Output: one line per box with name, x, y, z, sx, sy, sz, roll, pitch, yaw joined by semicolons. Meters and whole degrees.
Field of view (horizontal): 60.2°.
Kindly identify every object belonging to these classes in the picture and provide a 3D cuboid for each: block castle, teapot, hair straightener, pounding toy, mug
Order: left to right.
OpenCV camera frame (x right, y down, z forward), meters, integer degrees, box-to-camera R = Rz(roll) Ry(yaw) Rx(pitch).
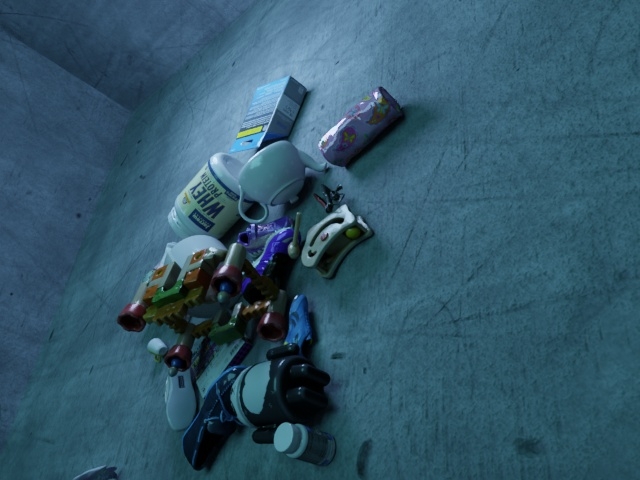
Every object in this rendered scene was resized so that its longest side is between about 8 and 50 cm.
mug;-0.615;0.419;2.111;0.064;0.078;0.062;15;44;45
block castle;-0.349;0.222;1.644;0.453;0.303;0.212;-21;34;25
teapot;-0.147;-0.201;1.893;0.253;0.187;0.256;-31;-9;-39
pounding toy;0.000;0.000;1.586;0.269;0.155;0.154;-35;37;29
hair straightener;0.028;-0.142;1.700;0.089;0.047;0.230;-51;14;8

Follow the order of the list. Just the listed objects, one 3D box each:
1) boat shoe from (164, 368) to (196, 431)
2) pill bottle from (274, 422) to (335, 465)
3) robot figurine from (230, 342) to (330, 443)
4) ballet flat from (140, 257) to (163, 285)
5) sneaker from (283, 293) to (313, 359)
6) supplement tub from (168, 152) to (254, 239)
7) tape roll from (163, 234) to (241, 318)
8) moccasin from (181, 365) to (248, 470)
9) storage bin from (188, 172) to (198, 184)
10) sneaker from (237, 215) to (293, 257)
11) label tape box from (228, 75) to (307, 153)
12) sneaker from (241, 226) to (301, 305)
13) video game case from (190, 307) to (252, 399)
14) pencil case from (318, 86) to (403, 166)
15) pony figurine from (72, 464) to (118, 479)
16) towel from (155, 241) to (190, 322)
boat shoe;-0.472;0.518;1.827;0.267;0.096;0.088;-113;34;-42
pill bottle;-0.037;0.474;1.290;0.078;0.137;0.078;-30;44;33
robot figurine;-0.107;0.387;1.405;0.278;0.173;0.209;-22;8;39
ballet flat;-0.702;0.155;2.392;0.221;0.077;0.079;-46;40;10
sneaker;-0.047;0.247;1.545;0.082;0.069;0.209;-8;55;28
supplement tub;-0.409;-0.150;2.125;0.325;0.235;0.235;-45;37;18
tape roll;-0.403;0.123;1.905;0.246;0.246;0.169;-55;36;4
moccasin;-0.278;0.515;1.583;0.342;0.138;0.117;-62;37;19
storage bin;-0.550;-0.196;2.461;0.180;0.084;0.122;-49;36;11
sneaker;-0.194;-0.023;1.884;0.236;0.105;0.095;-28;44;34
label tape box;-0.216;-0.485;2.255;0.241;0.106;0.333;1;66;51
sneaker;-0.147;0.096;1.752;0.293;0.102;0.146;-49;40;20
video game case;-0.332;0.369;1.807;0.232;0.042;0.210;-54;35;5
pencil case;0.122;-0.352;1.743;0.284;0.124;0.124;-41;39;24
pony figurine;-0.844;0.921;1.802;0.363;0.351;0.302;44;104;35
towel;-0.581;0.165;2.216;0.332;0.053;0.316;8;71;44
